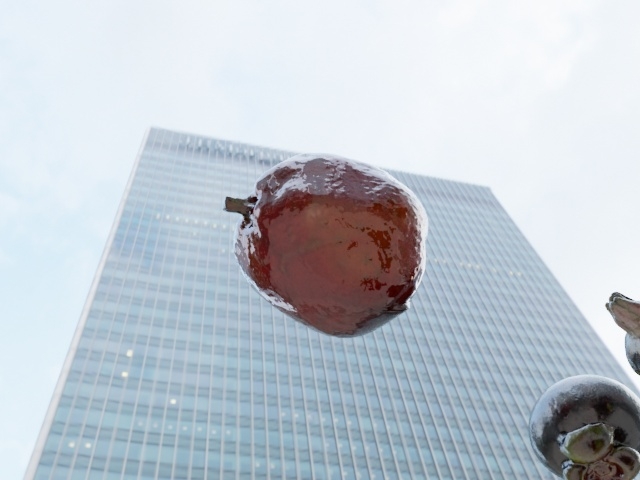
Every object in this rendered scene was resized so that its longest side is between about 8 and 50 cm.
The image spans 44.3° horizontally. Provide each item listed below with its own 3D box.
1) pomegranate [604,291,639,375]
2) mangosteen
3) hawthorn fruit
[{"bbox_3d":[0.495,0.129,1.147,0.163,0.125,0.138,45,-58,20],"label":"pomegranate"},{"bbox_3d":[0.452,0.325,1.315,0.209,0.210,0.210,-2,-64,-5],"label":"mangosteen"},{"bbox_3d":[0.000,0.000,1.153,0.307,0.265,0.265,17,-67,-12],"label":"hawthorn fruit"}]
